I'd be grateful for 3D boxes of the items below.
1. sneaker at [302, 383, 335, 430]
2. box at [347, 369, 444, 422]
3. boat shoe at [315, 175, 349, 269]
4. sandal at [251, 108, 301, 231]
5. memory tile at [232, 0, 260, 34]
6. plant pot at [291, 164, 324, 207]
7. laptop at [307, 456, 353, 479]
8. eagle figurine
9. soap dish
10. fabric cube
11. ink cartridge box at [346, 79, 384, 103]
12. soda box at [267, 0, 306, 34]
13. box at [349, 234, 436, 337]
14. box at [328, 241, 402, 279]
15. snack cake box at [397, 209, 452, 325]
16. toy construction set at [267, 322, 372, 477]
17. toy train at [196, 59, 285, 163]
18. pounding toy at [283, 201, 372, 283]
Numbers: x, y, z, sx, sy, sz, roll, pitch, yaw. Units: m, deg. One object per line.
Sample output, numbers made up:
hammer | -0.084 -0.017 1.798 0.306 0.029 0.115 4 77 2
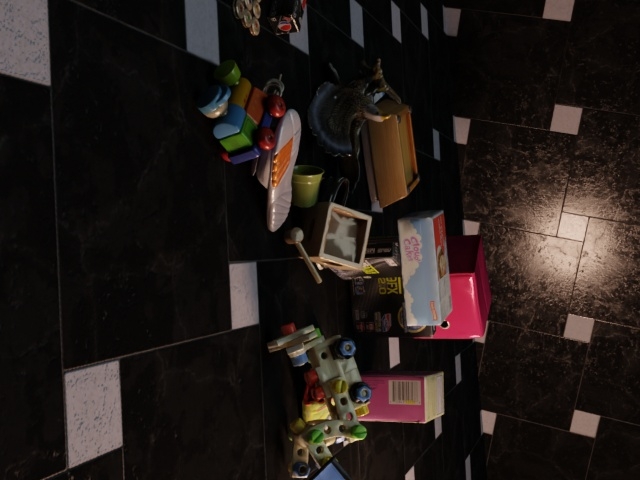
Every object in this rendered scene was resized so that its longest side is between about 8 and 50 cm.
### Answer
sneaker | 0.011 0.331 1.822 0.208 0.081 0.094 -64 143 -53
box | 0.199 0.407 2.137 0.243 0.214 0.117 18 71 -69
boat shoe | 0.023 -0.045 1.917 0.084 0.079 0.233 52 41 -61
sandal | -0.101 -0.138 1.603 0.102 0.076 0.265 -46 152 -53
memory tile | -0.143 -0.492 1.607 0.113 0.012 0.148 33 56 -67
plant pot | -0.035 -0.116 1.776 0.083 0.083 0.079 -45 141 -64
laptop | 0.022 0.603 1.545 0.234 0.136 0.264 53 19 -15
eagle figurine | 0.074 -0.303 2.005 0.226 0.225 0.298 36 79 -15
soap dish | 0.211 -0.265 2.411 0.229 0.118 0.291 -43 126 -65
fabric cube | 0.435 0.158 2.778 0.259 0.254 0.258 -62 145 -54
ink cartridge box | 0.116 -0.404 2.207 0.122 0.088 0.052 -53 136 -61
soda box | -0.066 -0.526 1.757 0.053 0.060 0.169 61 32 -53
box | 0.187 0.121 2.144 0.060 0.216 0.270 -25 112 -68
box | 0.115 0.053 1.998 0.191 0.184 0.045 42 50 -65
snack cake box | 0.259 0.065 1.993 0.152 0.089 0.264 -23 108 -67
toy construction set | -0.006 0.310 1.676 0.215 0.151 0.327 -19 103 -25
toy train | -0.140 -0.272 1.477 0.143 0.105 0.248 51 39 -38
pounding toy | -0.006 0.008 1.799 0.206 0.094 0.181 18 79 -34
